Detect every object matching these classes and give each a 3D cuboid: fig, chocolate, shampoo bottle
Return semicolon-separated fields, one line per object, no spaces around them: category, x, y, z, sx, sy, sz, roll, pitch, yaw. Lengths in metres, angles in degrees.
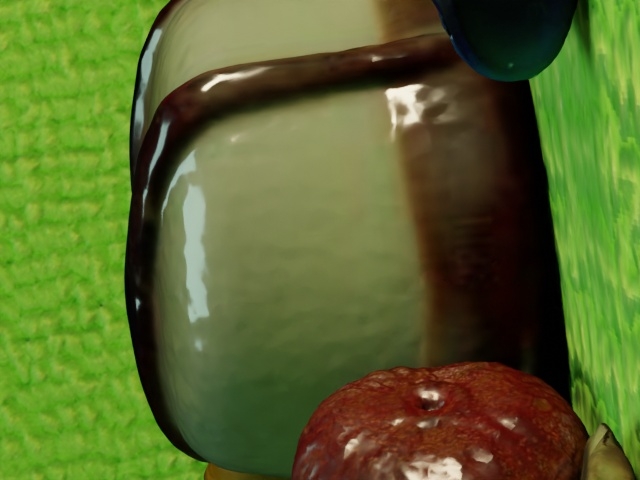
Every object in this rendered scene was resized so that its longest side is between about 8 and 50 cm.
fig;0.065;0.111;0.773;0.153;0.119;0.119;41;-154;-37
chocolate;0.000;0.000;0.911;0.283;0.186;0.283;171;90;-90
shampoo bottle;0.050;-0.134;0.685;0.183;0.050;0.087;-99;-2;-57

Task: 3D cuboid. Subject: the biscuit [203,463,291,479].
biscuit;0.013;0.118;1.149;0.326;0.107;0.325;52;-153;-41

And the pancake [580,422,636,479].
pancake;0.106;0.187;0.634;0.250;0.031;0.250;-10;-90;-88
